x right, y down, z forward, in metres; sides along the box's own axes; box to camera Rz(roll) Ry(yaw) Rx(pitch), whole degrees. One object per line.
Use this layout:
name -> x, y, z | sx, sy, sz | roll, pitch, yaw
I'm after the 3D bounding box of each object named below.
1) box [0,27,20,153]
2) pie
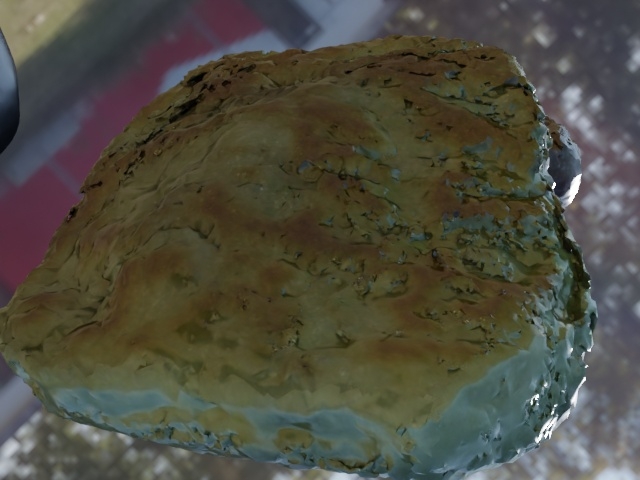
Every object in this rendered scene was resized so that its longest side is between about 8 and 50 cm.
box -> -0.251, -0.113, 0.726 | 0.073, 0.290, 0.289 | -7, -150, 22
pie -> -0.016, 0.012, 1.079 | 0.395, 0.180, 0.418 | -3, -150, 14
